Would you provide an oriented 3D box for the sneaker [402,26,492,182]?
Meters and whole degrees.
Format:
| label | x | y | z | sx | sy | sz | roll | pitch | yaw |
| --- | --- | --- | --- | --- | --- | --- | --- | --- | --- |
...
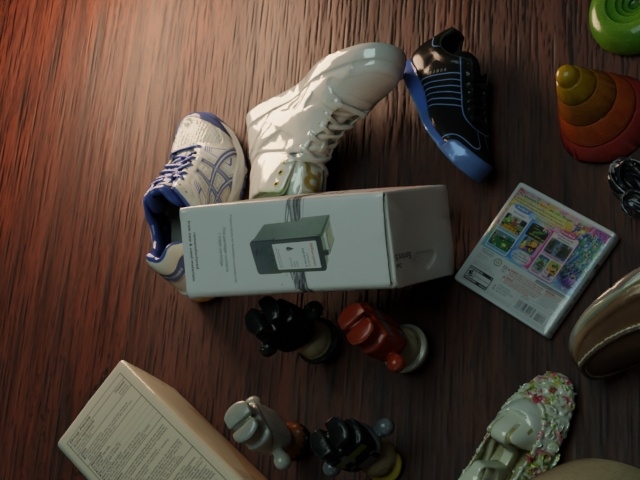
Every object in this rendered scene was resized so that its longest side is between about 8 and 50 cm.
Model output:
| label | x | y | z | sx | sy | sz | roll | pitch | yaw |
| --- | --- | --- | --- | --- | --- | --- | --- | --- | --- |
| sneaker | 0.174 | -0.175 | 1.915 | 0.090 | 0.081 | 0.232 | -42 | 47 | 20 |

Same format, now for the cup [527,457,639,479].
| label | x | y | z | sx | sy | sz | roll | pitch | yaw |
| --- | --- | --- | --- | --- | --- | --- | --- | --- | --- |
| cup | 0.252 | 0.350 | 1.454 | 0.331 | 0.331 | 0.237 | 2 | 42 | 37 |

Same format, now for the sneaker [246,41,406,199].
| label | x | y | z | sx | sy | sz | roll | pitch | yaw |
| --- | --- | --- | --- | --- | --- | --- | --- | --- | --- |
| sneaker | 0.008 | -0.130 | 1.982 | 0.292 | 0.108 | 0.169 | -30 | 52 | 46 |

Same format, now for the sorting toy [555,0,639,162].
| label | x | y | z | sx | sy | sz | roll | pitch | yaw |
| --- | --- | --- | --- | --- | --- | --- | --- | --- | --- |
| sorting toy | 0.349 | -0.281 | 1.814 | 0.127 | 0.126 | 0.365 | 7 | 72 | 39 |

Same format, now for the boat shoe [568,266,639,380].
| label | x | y | z | sx | sy | sz | roll | pitch | yaw |
| --- | --- | --- | --- | --- | --- | --- | --- | --- | --- |
| boat shoe | 0.409 | 0.074 | 1.585 | 0.324 | 0.123 | 0.116 | -30 | 54 | 23 |

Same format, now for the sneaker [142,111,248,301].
| label | x | y | z | sx | sy | sz | roll | pitch | yaw |
| --- | --- | --- | --- | --- | --- | --- | --- | --- | --- |
| sneaker | -0.177 | -0.068 | 2.084 | 0.112 | 0.131 | 0.296 | -24 | 53 | 27 |

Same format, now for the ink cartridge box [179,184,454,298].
| label | x | y | z | sx | sy | sz | roll | pitch | yaw |
| --- | --- | --- | --- | --- | --- | --- | --- | --- | --- |
| ink cartridge box | 0.000 | 0.000 | 1.833 | 0.273 | 0.198 | 0.115 | -4 | 93 | 26 |

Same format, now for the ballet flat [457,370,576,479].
| label | x | y | z | sx | sy | sz | roll | pitch | yaw |
| --- | --- | --- | --- | --- | --- | --- | --- | --- | --- |
| ballet flat | 0.200 | 0.244 | 1.674 | 0.091 | 0.077 | 0.241 | 24 | 81 | 43 |

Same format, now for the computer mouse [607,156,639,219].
| label | x | y | z | sx | sy | sz | roll | pitch | yaw |
| --- | --- | --- | --- | --- | --- | --- | --- | --- | --- |
| computer mouse | 0.448 | -0.110 | 1.669 | 0.188 | 0.072 | 0.272 | 54 | 124 | 37 |

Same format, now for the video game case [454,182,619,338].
| label | x | y | z | sx | sy | sz | roll | pitch | yaw |
| --- | --- | --- | --- | --- | --- | --- | --- | --- | --- |
| video game case | 0.252 | 0.021 | 1.795 | 0.157 | 0.019 | 0.143 | 34 | 88 | 43 |

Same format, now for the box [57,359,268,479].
| label | x | y | z | sx | sy | sz | roll | pitch | yaw |
| --- | --- | --- | --- | --- | --- | --- | --- | --- | --- |
| box | -0.176 | 0.297 | 1.891 | 0.148 | 0.121 | 0.311 | -52 | 48 | 1 |

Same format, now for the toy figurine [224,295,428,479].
| label | x | y | z | sx | sy | sz | roll | pitch | yaw |
| --- | --- | --- | --- | --- | --- | --- | --- | --- | --- |
| toy figurine | 0.010 | 0.175 | 1.814 | 0.213 | 0.148 | 0.209 | 1 | 73 | 34 |
